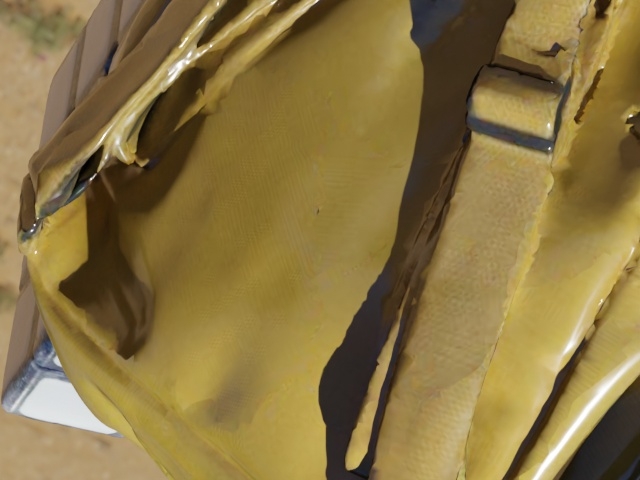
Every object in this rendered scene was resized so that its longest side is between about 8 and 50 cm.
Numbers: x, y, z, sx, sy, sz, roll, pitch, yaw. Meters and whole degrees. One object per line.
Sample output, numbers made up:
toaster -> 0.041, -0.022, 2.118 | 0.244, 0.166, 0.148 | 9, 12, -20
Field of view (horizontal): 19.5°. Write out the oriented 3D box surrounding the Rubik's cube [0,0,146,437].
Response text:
Rubik's cube -> -0.036, -0.028, 1.343 | 0.301, 0.305, 0.304 | 16, 148, -18

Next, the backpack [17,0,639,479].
backpack -> 0.059, -0.027, 0.830 | 0.353, 0.378, 0.201 | 44, -166, 28
